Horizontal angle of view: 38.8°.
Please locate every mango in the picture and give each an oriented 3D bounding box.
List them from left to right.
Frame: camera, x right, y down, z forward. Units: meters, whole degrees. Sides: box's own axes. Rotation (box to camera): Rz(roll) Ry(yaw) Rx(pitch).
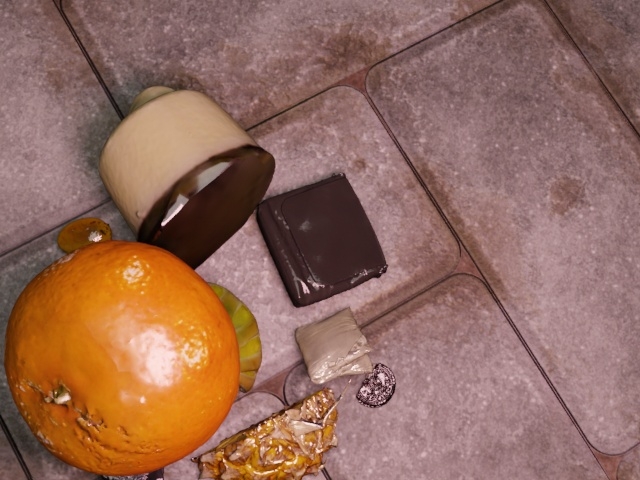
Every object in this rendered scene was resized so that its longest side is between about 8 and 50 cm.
[{"bbox_3d":[-0.485,-0.007,1.868,0.114,0.057,0.079,-14,80,-1],"label":"mango"}]

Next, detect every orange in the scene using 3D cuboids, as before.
[{"bbox_3d":[-0.351,0.208,1.566,0.424,0.424,0.326,43,36,7],"label":"orange"}]

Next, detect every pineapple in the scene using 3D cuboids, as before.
[{"bbox_3d":[-0.072,0.405,1.736,0.334,0.158,0.161,-23,78,-12],"label":"pineapple"}]

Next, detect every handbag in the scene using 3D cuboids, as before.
[{"bbox_3d":[0.000,0.000,1.903,0.223,0.080,0.247,-20,75,-18],"label":"handbag"}]

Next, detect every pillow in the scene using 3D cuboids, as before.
[{"bbox_3d":[0.025,0.207,1.805,0.134,0.181,0.078,-20,119,-3],"label":"pillow"}]

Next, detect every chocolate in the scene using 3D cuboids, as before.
[{"bbox_3d":[-0.292,-0.133,1.801,0.297,0.314,0.326,40,78,15],"label":"chocolate"}]

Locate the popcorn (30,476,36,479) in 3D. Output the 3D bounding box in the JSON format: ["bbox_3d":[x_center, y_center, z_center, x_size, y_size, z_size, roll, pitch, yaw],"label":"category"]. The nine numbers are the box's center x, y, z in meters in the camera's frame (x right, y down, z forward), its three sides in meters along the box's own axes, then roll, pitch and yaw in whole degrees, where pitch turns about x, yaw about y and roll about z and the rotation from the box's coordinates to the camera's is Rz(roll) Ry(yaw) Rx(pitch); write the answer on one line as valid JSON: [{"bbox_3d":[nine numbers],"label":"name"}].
[{"bbox_3d":[-0.512,0.554,1.660,0.195,0.168,0.174,20,83,39],"label":"popcorn"}]

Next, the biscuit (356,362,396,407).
[{"bbox_3d":[0.111,0.297,1.852,0.089,0.027,0.087,-16,77,-9],"label":"biscuit"}]

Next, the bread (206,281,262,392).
[{"bbox_3d":[-0.210,0.167,1.794,0.260,0.158,0.156,33,71,2],"label":"bread"}]

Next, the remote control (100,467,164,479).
[{"bbox_3d":[-0.381,0.288,1.790,0.144,0.062,0.399,-6,74,-7],"label":"remote control"}]
